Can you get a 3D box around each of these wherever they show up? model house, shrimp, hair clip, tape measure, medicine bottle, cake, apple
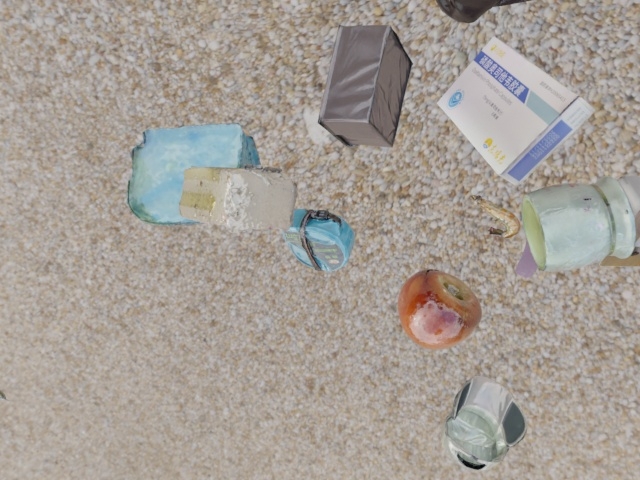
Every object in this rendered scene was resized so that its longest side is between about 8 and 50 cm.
[{"bbox_3d":[-0.282,-0.132,1.147,0.261,0.241,0.225,-2,84,6],"label":"model house"},{"bbox_3d":[0.370,-0.052,1.038,0.127,0.025,0.091,42,157,13],"label":"shrimp"},{"bbox_3d":[0.506,0.021,1.146,0.054,0.022,0.137,21,85,-11],"label":"hair clip"},{"bbox_3d":[0.000,0.000,0.922,0.125,0.081,0.146,2,137,24],"label":"tape measure"},{"bbox_3d":[0.431,-0.027,0.809,0.143,0.147,0.147,-13,114,12],"label":"medicine bottle"},{"bbox_3d":[-0.085,-0.037,0.387,0.121,0.065,0.052,8,101,34],"label":"cake"},{"bbox_3d":[0.358,0.213,1.484,0.252,0.272,0.206,37,119,0],"label":"apple"}]

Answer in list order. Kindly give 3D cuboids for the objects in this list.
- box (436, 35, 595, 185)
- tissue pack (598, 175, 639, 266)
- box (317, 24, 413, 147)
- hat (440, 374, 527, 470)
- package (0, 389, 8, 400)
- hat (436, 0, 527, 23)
[{"bbox_3d":[0.403,-0.294,1.048,0.065,0.343,0.200,24,121,-30],"label":"box"},{"bbox_3d":[0.907,-0.052,1.385,0.160,0.136,0.246,1,137,-1],"label":"tissue pack"},{"bbox_3d":[0.118,-0.382,1.211,0.153,0.188,0.252,13,86,31],"label":"box"},{"bbox_3d":[0.471,0.544,1.440,0.232,0.275,0.161,27,161,-4],"label":"hat"},{"bbox_3d":[-0.566,0.234,0.799,0.110,0.015,0.037,38,153,1],"label":"package"},{"bbox_3d":[0.372,-0.654,1.091,0.336,0.209,0.238,7,94,46],"label":"hat"}]
